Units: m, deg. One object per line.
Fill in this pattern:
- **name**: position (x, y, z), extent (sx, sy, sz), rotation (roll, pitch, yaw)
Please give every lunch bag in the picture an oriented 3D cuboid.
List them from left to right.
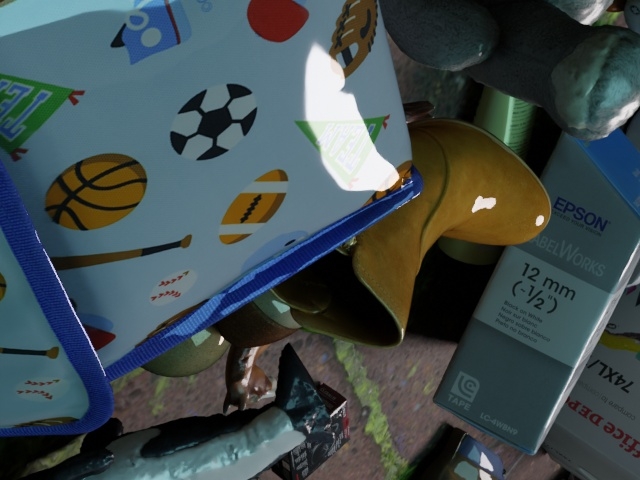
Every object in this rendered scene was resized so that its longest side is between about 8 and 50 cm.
- **lunch bag**: position (-0.161, -0.073, 0.849), extent (0.385, 0.239, 0.328), rotation (-30, 144, -11)

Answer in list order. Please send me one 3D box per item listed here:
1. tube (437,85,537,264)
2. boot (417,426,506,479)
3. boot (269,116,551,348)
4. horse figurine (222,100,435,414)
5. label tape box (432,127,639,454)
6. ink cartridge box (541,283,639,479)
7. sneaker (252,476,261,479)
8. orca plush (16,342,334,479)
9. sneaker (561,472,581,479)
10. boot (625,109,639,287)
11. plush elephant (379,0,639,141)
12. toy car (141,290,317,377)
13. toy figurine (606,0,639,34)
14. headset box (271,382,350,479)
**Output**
- **tube**: position (0.159, -0.096, 1.442), extent (0.062, 0.070, 0.240), rotation (6, 118, -14)
- **boot**: position (0.186, 0.282, 1.783), extent (0.219, 0.082, 0.106), rotation (31, 87, -45)
- **boot**: position (0.051, -0.003, 1.135), extent (0.295, 0.211, 0.104), rotation (26, 129, -27)
- **horse figurine**: position (0.000, 0.000, 1.295), extent (0.174, 0.066, 0.263), rotation (-15, 132, -55)
- **label tape box**: position (0.246, 0.000, 1.526), extent (0.348, 0.115, 0.249), rotation (-64, 169, 15)
- **ink cartridge box**: position (0.401, 0.167, 1.885), extent (0.270, 0.198, 0.197), rotation (-50, 149, -11)
- **sneaker**: position (-0.073, 0.281, 1.428), extent (0.088, 0.093, 0.225), rotation (-38, 145, -28)
- **orca plush**: position (-0.142, 0.153, 1.203), extent (0.287, 0.102, 0.151), rotation (-34, 140, 3)
- **sneaker**: position (0.323, 0.350, 2.079), extent (0.281, 0.105, 0.115), rotation (-49, 119, -9)
- **boot**: position (0.373, -0.073, 1.742), extent (0.123, 0.095, 0.258), rotation (-30, 149, -46)
- **plush elephant**: position (0.105, -0.253, 1.045), extent (0.272, 0.330, 0.255), rotation (-43, 124, -24)
- **toy car**: position (-0.102, 0.036, 1.165), extent (0.188, 0.149, 0.155), rotation (-35, 152, 22)
- **toy figurine**: position (0.352, -0.263, 1.478), extent (0.213, 0.148, 0.209), rotation (-5, 129, -55)
- **headset box**: position (-0.007, 0.174, 1.478), extent (0.083, 0.032, 0.062), rotation (-40, 146, -27)
